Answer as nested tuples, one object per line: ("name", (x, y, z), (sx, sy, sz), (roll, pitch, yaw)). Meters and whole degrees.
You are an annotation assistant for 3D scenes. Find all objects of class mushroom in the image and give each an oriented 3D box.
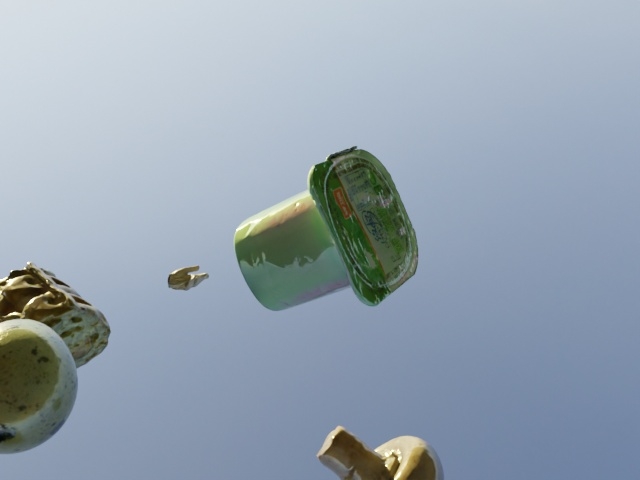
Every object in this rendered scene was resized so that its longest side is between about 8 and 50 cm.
("mushroom", (0.103, 0.404, 1.135), (0.206, 0.206, 0.209), (-22, -116, -27))

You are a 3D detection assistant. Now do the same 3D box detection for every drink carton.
("drink carton", (0.000, 0.000, 0.689), (0.144, 0.142, 0.146), (-29, -85, -54))

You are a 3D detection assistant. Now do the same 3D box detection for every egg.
("egg", (-0.454, 0.209, 0.993), (0.177, 0.177, 0.228), (-5, -150, -12))

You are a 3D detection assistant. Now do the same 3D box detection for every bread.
("bread", (-0.639, 0.183, 1.538), (0.252, 0.196, 0.238), (24, -140, 31))

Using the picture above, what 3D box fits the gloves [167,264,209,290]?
("gloves", (-0.232, 0.064, 1.138), (0.081, 0.037, 0.044), (-5, -111, 9))
